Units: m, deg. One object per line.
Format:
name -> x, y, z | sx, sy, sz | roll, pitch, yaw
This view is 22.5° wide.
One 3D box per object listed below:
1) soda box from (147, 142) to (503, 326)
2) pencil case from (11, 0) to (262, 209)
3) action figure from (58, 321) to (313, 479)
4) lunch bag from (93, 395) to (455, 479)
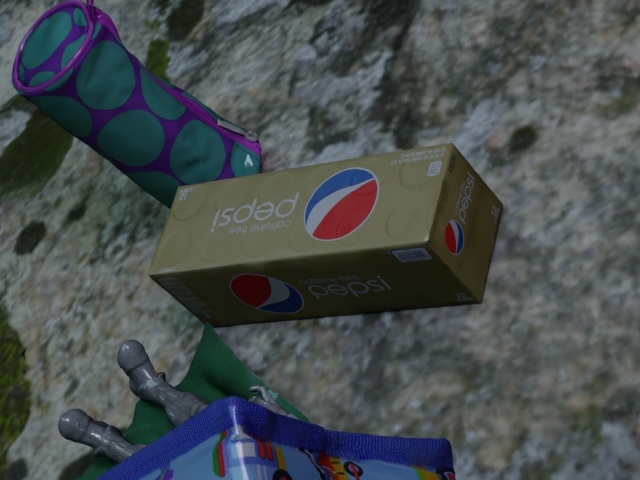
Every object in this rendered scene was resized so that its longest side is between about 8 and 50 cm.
soda box -> 0.000, 0.000, 0.844 | 0.181, 0.058, 0.061 | -7, 54, 35
pencil case -> -0.100, -0.072, 0.912 | 0.070, 0.152, 0.064 | -38, 39, 19
action figure -> -0.035, 0.120, 0.776 | 0.232, 0.063, 0.137 | 23, 70, 43
lunch bag -> -0.078, 0.219, 0.671 | 0.293, 0.138, 0.220 | -27, 59, 37
